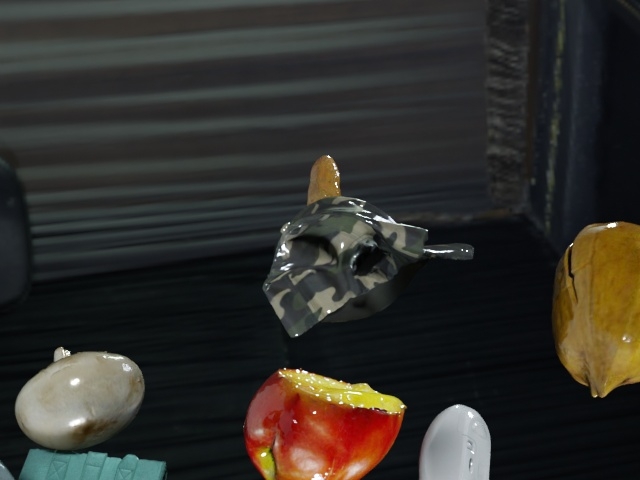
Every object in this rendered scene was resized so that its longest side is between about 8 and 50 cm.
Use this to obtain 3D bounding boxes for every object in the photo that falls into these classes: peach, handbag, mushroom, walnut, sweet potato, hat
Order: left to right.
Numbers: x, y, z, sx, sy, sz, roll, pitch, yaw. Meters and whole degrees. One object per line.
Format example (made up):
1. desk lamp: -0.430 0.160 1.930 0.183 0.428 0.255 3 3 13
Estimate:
1. mushroom: -0.424 0.269 1.750 0.226 0.227 0.178 99 -31 -69
2. handbag: -0.414 0.505 1.733 0.100 0.269 0.274 85 8 -50
3. sweet potato: 0.011 0.005 1.995 0.095 0.106 0.354 11 86 -52
4. peach: 0.020 0.360 1.978 0.281 0.338 0.281 37 -39 38
5. hat: 0.090 0.016 1.844 0.257 0.366 0.382 57 32 -2
6. walnut: 0.459 0.115 1.557 0.209 0.209 0.336 89 17 -46

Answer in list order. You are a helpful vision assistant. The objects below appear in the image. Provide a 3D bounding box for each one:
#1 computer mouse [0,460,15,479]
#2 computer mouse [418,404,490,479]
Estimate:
1. computer mouse: -0.619 0.342 1.459 0.122 0.371 0.188 -127 -122 -77
2. computer mouse: 0.253 0.470 1.951 0.184 0.121 0.296 38 55 -55
